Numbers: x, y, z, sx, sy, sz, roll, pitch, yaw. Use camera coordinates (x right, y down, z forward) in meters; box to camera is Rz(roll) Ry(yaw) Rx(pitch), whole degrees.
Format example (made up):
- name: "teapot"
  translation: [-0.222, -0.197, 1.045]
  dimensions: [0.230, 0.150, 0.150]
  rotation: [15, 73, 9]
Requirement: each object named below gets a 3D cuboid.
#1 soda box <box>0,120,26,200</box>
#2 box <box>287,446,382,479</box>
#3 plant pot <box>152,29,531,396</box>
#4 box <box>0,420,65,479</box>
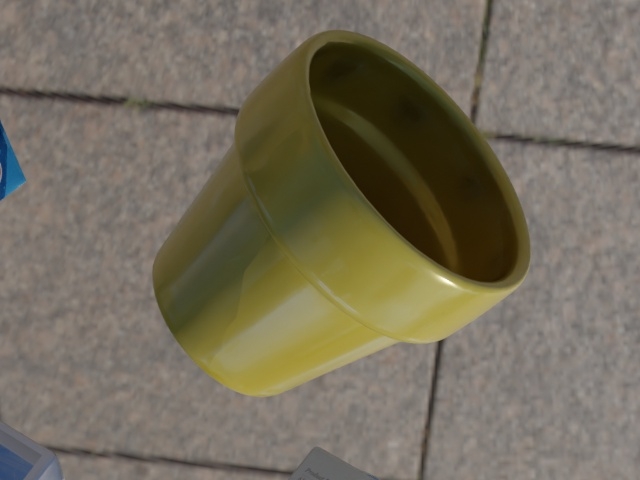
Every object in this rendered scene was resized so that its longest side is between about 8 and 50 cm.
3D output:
- name: "soda box"
  translation: [-0.329, -0.064, 1.127]
  dimensions: [0.210, 0.071, 0.067]
  rotation: [8, 128, 38]
- name: "box"
  translation: [0.051, 0.330, 1.465]
  dimensions: [0.181, 0.119, 0.182]
  rotation: [23, 152, 41]
- name: "plant pot"
  translation: [0.000, 0.000, 1.176]
  dimensions: [0.254, 0.254, 0.239]
  rotation: [37, 121, -22]
- name: "box"
  translation: [-0.274, 0.215, 0.973]
  dimensions: [0.114, 0.203, 0.103]
  rotation: [28, 152, 14]
